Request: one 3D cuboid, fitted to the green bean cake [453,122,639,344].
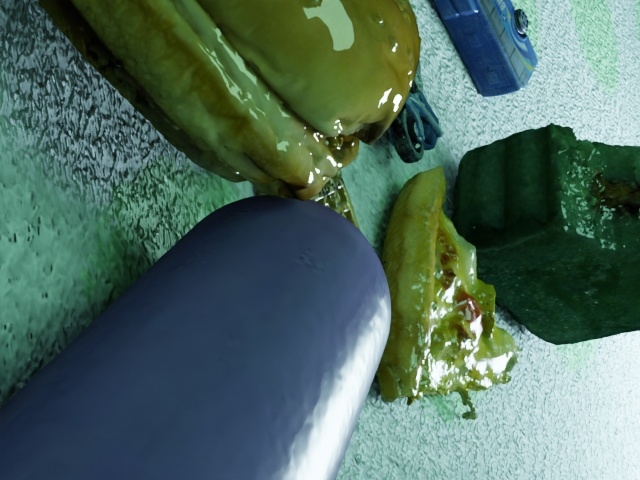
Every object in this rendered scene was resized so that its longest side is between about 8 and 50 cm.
[{"bbox_3d":[0.344,-0.018,1.379,0.300,0.307,0.169,44,42,-45],"label":"green bean cake"}]

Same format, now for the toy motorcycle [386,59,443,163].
[{"bbox_3d":[0.078,-0.184,1.238,0.114,0.076,0.205,-42,115,-64],"label":"toy motorcycle"}]

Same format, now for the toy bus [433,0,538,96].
[{"bbox_3d":[0.203,-0.297,1.480,0.236,0.079,0.094,56,38,-31],"label":"toy bus"}]

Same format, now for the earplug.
[{"bbox_3d":[-0.076,0.120,0.733,0.215,0.215,0.456,65,29,-19],"label":"earplug"}]

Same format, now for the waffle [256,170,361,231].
[{"bbox_3d":[0.000,0.000,1.056,0.102,0.042,0.148,-31,105,-59],"label":"waffle"}]

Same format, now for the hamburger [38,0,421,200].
[{"bbox_3d":[-0.060,-0.175,0.836,0.284,0.174,0.304,42,16,-6],"label":"hamburger"}]

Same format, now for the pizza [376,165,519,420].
[{"bbox_3d":[0.153,0.080,1.249,0.287,0.075,0.280,37,49,-47],"label":"pizza"}]
